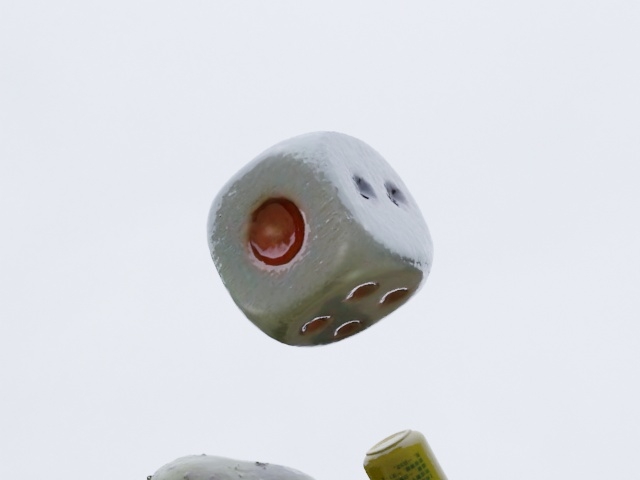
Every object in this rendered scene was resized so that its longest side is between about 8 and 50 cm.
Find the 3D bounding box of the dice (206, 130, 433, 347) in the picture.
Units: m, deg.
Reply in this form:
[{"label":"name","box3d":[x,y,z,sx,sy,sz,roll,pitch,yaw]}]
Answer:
[{"label":"dice","box3d":[0.000,0.000,1.588,0.193,0.194,0.192,-39,-27,25]}]

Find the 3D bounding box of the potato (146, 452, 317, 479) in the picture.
[{"label":"potato","box3d":[-0.123,0.430,2.122,0.308,0.210,0.173,2,-12,-10]}]

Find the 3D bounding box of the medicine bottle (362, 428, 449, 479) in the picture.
[{"label":"medicine bottle","box3d":[0.154,0.384,1.904,0.095,0.064,0.260,-29,-84,0]}]
